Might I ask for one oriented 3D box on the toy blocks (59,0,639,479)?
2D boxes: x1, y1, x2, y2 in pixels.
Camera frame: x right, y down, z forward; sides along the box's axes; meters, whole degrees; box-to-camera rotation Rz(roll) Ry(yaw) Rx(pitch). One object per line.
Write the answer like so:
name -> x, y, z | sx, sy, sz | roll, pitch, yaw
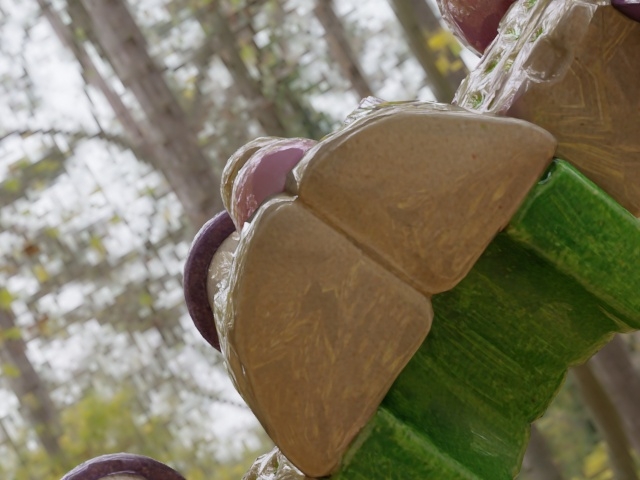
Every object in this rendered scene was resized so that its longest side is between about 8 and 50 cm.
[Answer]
toy blocks -> 0.000, 0.000, 0.474 | 0.288, 0.309, 0.260 | -55, 17, -1
